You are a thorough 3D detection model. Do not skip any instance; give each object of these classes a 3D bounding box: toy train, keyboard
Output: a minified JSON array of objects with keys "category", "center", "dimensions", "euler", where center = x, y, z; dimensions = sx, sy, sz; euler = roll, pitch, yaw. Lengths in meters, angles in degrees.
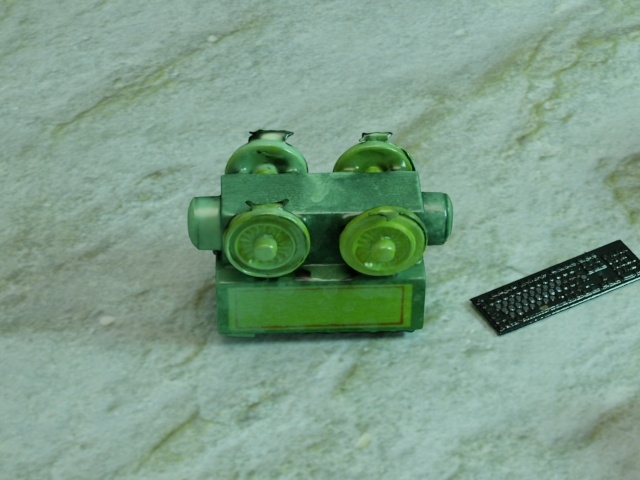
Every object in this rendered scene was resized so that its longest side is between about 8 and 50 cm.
[{"category":"toy train","center":[0.000,0.000,1.665],"dimensions":[0.272,0.188,0.159],"euler":[-1,41,-3]},{"category":"keyboard","center":[0.259,0.049,1.735],"dimensions":[0.198,0.010,0.063],"euler":[-20,46,-21]}]
